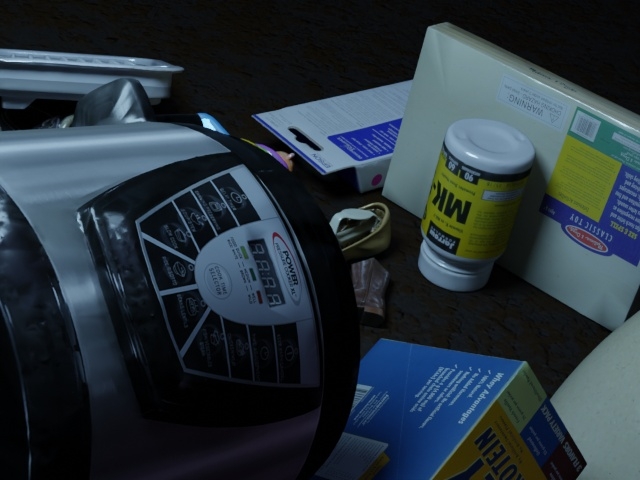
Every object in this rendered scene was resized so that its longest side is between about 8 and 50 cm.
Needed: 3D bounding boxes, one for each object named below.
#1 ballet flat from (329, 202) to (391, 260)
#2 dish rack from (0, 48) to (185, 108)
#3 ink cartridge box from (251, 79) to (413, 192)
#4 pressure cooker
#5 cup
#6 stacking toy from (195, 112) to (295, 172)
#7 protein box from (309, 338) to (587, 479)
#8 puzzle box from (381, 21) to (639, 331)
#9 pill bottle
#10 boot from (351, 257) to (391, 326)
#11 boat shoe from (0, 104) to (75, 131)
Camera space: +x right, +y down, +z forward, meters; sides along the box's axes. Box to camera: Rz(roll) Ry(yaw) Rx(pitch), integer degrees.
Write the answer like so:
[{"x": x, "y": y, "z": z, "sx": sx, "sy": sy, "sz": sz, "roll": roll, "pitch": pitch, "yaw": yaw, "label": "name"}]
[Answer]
[{"x": 0.000, "y": 0.000, "z": 1.605, "sx": 0.232, "sy": 0.073, "sz": 0.080, "roll": -21, "pitch": 45, "yaw": -38, "label": "ballet flat"}, {"x": -0.352, "y": -0.229, "z": 1.755, "sx": 0.285, "sy": 0.072, "sz": 0.333, "roll": 1, "pitch": 11, "yaw": -14, "label": "dish rack"}, {"x": 0.087, "y": -0.160, "z": 1.873, "sx": 0.371, "sy": 0.069, "sz": 0.176, "roll": -15, "pitch": 43, "yaw": -39, "label": "ink cartridge box"}, {"x": -0.178, "y": 0.080, "z": 1.005, "sx": 0.375, "sy": 0.370, "sz": 0.420, "roll": 34, "pitch": 26, "yaw": 31, "label": "pressure cooker"}, {"x": 0.414, "y": 0.166, "z": 1.242, "sx": 0.331, "sy": 0.237, "sz": 0.331, "roll": 23, "pitch": 13, "yaw": -5, "label": "cup"}, {"x": -0.104, "y": -0.075, "z": 1.642, "sx": 0.166, "sy": 0.175, "sz": 0.302, "roll": 50, "pitch": 23, "yaw": 5, "label": "stacking toy"}, {"x": 0.092, "y": 0.214, "z": 1.135, "sx": 0.200, "sy": 0.136, "sz": 0.201, "roll": -46, "pitch": 28, "yaw": -26, "label": "protein box"}, {"x": 0.282, "y": -0.087, "z": 1.644, "sx": 0.409, "sy": 0.272, "sz": 0.052, "roll": 33, "pitch": 35, "yaw": 27, "label": "puzzle box"}, {"x": 0.198, "y": -0.044, "z": 1.607, "sx": 0.119, "sy": 0.208, "sz": 0.119, "roll": 8, "pitch": 33, "yaw": -6, "label": "pill bottle"}, {"x": 0.038, "y": 0.055, "z": 1.568, "sx": 0.106, "sy": 0.037, "sz": 0.114, "roll": 22, "pitch": 36, "yaw": -8, "label": "boot"}, {"x": -0.336, "y": -0.130, "z": 1.677, "sx": 0.285, "sy": 0.092, "sz": 0.103, "roll": 35, "pitch": 42, "yaw": 32, "label": "boat shoe"}]
